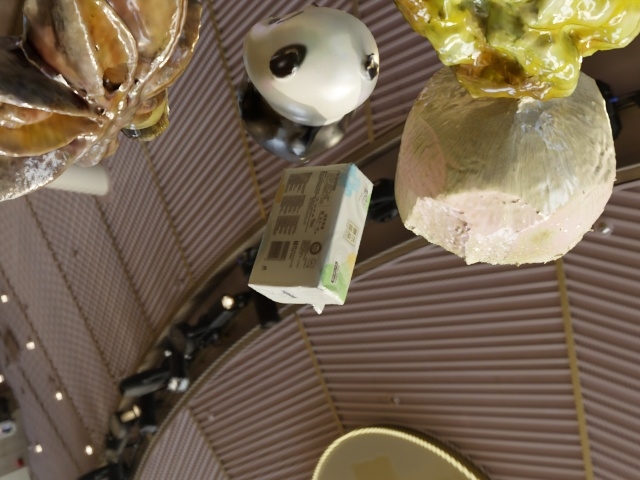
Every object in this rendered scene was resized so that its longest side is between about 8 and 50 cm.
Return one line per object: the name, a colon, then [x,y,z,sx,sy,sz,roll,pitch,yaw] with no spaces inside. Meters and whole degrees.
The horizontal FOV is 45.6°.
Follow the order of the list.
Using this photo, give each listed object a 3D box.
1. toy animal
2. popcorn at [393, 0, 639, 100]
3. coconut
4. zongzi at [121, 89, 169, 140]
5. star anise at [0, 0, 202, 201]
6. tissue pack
toy animal: [-0.020,-0.288,1.375,0.310,0.251,0.250,136,-67,-72]
popcorn: [0.162,-0.272,0.643,0.247,0.282,0.282,-41,-113,9]
coconut: [0.332,-0.162,1.365,0.405,0.405,0.404,18,-65,44]
zongzi: [-0.367,-0.360,1.455,0.286,0.134,0.288,98,-15,-74]
star anise: [-0.217,-0.136,0.671,0.108,0.315,0.315,47,-43,-5]
tissue pack: [0.000,0.000,1.320,0.159,0.145,0.229,-1,-114,38]
